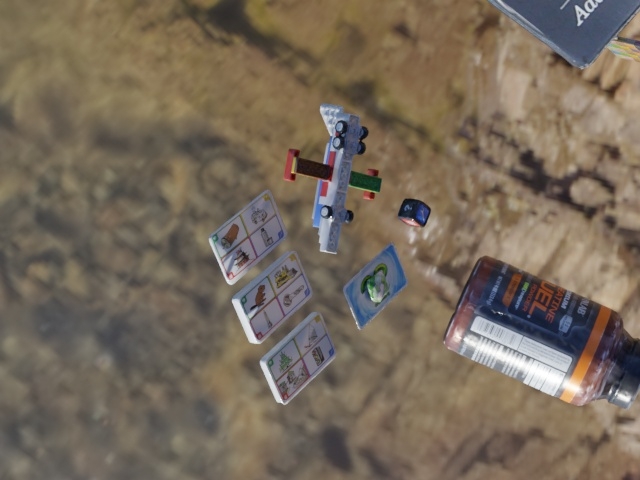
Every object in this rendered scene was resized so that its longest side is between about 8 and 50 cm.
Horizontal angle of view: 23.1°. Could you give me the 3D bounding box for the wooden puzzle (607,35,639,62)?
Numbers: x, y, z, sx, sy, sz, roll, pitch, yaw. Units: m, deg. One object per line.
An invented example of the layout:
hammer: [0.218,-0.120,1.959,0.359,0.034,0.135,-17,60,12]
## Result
wooden puzzle: [0.278,-0.170,1.395,0.049,0.083,0.006,20,86,37]

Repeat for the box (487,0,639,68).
box: [0.097,-0.312,0.667,0.312,0.179,0.343,34,115,-14]

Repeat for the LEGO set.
LEGO set: [0.000,0.000,1.397,0.060,0.244,0.182,9,131,44]

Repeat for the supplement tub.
supplement tub: [0.230,0.098,1.565,0.198,0.106,0.106,23,120,7]
